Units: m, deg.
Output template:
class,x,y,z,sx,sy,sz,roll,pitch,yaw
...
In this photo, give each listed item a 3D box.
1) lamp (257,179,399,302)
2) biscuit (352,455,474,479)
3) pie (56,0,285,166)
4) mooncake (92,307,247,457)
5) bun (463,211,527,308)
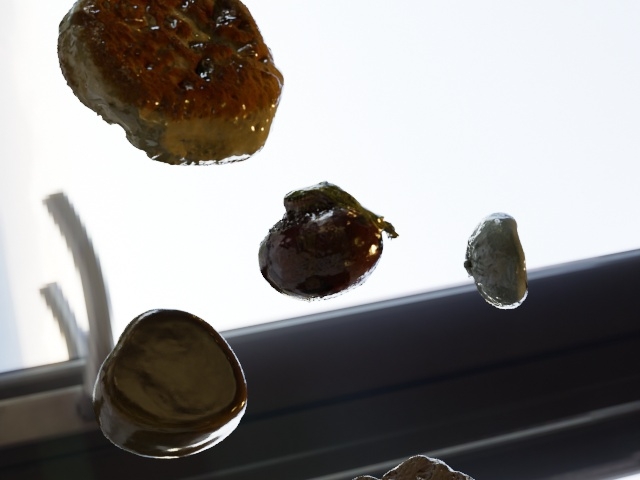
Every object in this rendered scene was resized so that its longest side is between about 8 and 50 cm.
class,x,y,z,sx,sy,sz,roll,pitch,yaw
lamp,-0.004,0.000,1.637,0.156,0.157,0.135,-9,-73,41
biscuit,0.110,0.374,1.723,0.041,0.208,0.290,47,-24,-28
pie,-0.174,-0.228,1.639,0.092,0.315,0.315,-40,-122,42
mooncake,-0.224,0.225,2.039,0.235,0.234,0.117,68,-32,34
bun,0.247,0.030,1.903,0.141,0.083,0.141,172,-90,-87
